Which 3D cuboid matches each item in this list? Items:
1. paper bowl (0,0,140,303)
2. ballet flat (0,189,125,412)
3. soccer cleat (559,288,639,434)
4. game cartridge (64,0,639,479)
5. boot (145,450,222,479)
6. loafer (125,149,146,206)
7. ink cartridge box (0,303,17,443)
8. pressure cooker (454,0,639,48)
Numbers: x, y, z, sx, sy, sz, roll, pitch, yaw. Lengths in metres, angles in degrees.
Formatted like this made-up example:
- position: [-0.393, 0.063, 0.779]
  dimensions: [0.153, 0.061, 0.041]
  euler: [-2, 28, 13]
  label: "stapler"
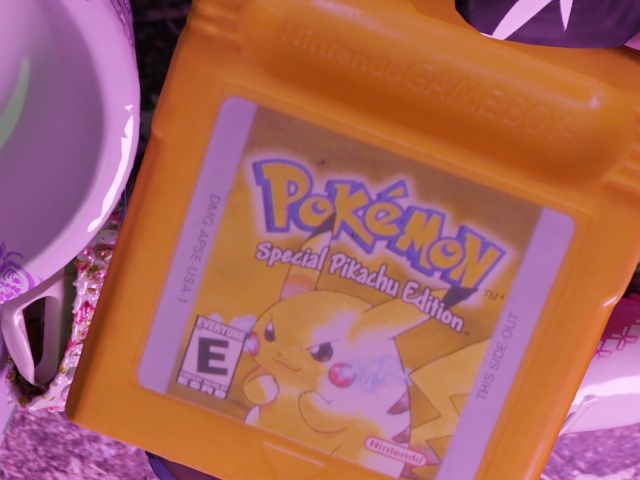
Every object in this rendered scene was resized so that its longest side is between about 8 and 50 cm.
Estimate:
- position: [-0.245, -0.103, 0.766]
  dimensions: [0.284, 0.148, 0.284]
  euler: [-5, 126, -6]
  label: "paper bowl"
- position: [-0.174, 0.020, 0.909]
  dimensions: [0.091, 0.077, 0.241]
  euler: [29, 128, 36]
  label: "ballet flat"
- position: [0.092, 0.113, 0.920]
  dimensions: [0.331, 0.143, 0.116]
  euler: [-2, 133, 17]
  label: "soccer cleat"
- position: [0.027, 0.008, 0.794]
  dimensions: [0.285, 0.052, 0.323]
  euler: [20, 109, 2]
  label: "game cartridge"
- position: [-0.113, 0.143, 1.051]
  dimensions: [0.106, 0.082, 0.219]
  euler: [-26, 124, 31]
  label: "boot"
- position: [0.000, 0.000, 0.886]
  dimensions: [0.251, 0.094, 0.087]
  euler: [16, 149, 4]
  label: "loafer"
- position: [-0.366, 0.080, 0.971]
  dimensions: [0.289, 0.211, 0.121]
  euler: [6, 136, 11]
  label: "ink cartridge box"
- position: [0.159, -0.232, 0.382]
  dimensions: [0.370, 0.420, 0.375]
  euler: [-39, 128, 1]
  label: "pressure cooker"
